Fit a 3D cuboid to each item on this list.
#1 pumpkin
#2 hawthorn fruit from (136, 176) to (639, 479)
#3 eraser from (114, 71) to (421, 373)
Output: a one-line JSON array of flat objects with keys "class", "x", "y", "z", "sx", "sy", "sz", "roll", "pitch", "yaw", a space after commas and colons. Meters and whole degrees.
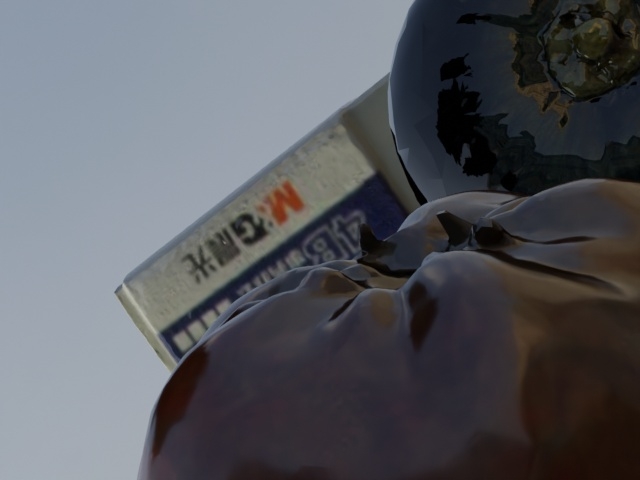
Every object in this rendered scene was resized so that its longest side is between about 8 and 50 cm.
[{"class": "pumpkin", "x": 0.146, "y": -0.075, "z": 0.875, "sx": 0.163, "sy": 0.233, "sz": 0.233, "roll": 19, "pitch": -97, "yaw": -61}, {"class": "hawthorn fruit", "x": 0.057, "y": 0.111, "z": 0.535, "sx": 0.208, "sy": 0.208, "sz": 0.248, "roll": -35, "pitch": -65, "yaw": -59}, {"class": "eraser", "x": 0.000, "y": 0.000, "z": 1.237, "sx": 0.124, "sy": 0.279, "sz": 0.081, "roll": 54, "pitch": -152, "yaw": 3}]
